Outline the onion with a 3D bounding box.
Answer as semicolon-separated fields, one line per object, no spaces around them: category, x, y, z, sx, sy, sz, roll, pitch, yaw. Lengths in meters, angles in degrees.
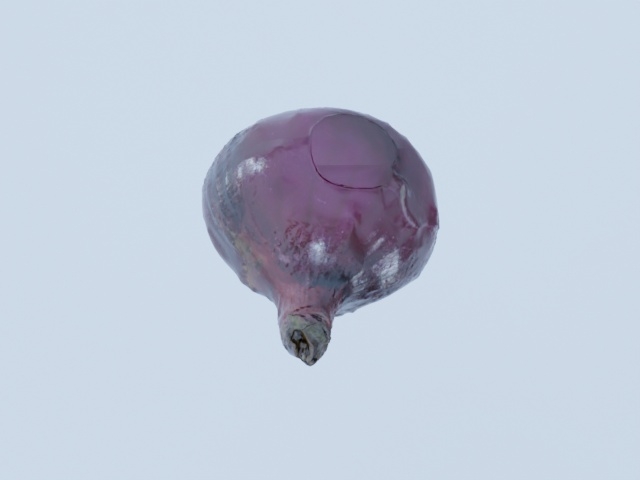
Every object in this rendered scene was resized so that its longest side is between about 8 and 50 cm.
onion;0.005;-0.011;1.315;0.173;0.198;0.135;13;-47;-13
